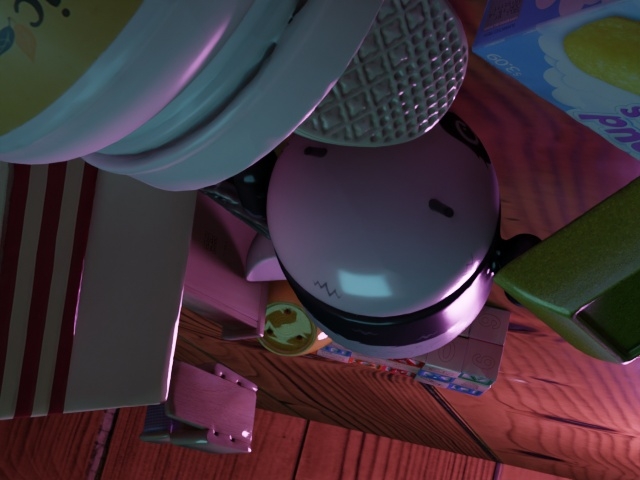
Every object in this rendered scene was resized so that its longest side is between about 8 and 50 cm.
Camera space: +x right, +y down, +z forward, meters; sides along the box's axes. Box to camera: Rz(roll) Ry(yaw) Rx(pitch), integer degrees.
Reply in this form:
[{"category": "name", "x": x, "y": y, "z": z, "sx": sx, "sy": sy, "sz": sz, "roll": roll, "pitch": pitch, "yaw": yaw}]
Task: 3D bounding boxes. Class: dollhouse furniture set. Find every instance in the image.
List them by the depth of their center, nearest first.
[{"category": "dollhouse furniture set", "x": -0.233, "y": 0.065, "z": 1.299, "sx": 0.303, "sy": 0.286, "sz": 0.198, "roll": -10, "pitch": 154, "yaw": 34}]

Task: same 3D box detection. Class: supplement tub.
[{"category": "supplement tub", "x": -0.141, "y": -0.163, "z": 0.446, "sx": 0.316, "sy": 0.228, "sz": 0.228, "roll": 26, "pitch": 162, "yaw": -37}]

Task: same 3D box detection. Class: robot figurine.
[{"category": "robot figurine", "x": 0.053, "y": -0.008, "z": 0.973, "sx": 0.209, "sy": 0.174, "sz": 0.278, "roll": -19, "pitch": 163, "yaw": 1}]

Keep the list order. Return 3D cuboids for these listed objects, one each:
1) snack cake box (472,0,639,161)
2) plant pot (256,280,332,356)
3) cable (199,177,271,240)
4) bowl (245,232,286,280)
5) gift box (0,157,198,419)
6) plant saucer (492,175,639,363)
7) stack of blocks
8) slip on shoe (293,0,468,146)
[{"category": "snack cake box", "x": 0.226, "y": -0.081, "z": 0.630, "sx": 0.264, "sy": 0.089, "sz": 0.152, "roll": 28, "pitch": 161, "yaw": -26}, {"category": "plant pot", "x": -0.028, "y": 0.071, "z": 1.362, "sx": 0.134, "sy": 0.134, "sz": 0.095, "roll": 14, "pitch": -151, "yaw": 3}, {"category": "cable", "x": -0.118, "y": -0.051, "z": 1.074, "sx": 0.139, "sy": 0.072, "sz": 0.287, "roll": 11, "pitch": 154, "yaw": 49}, {"category": "bowl", "x": 0.000, "y": 0.000, "z": 1.230, "sx": 0.142, "sy": 0.053, "sz": 0.142, "roll": -3, "pitch": 170, "yaw": -13}, {"category": "gift box", "x": -0.217, "y": -0.046, "z": 0.837, "sx": 0.276, "sy": 0.258, "sz": 0.255, "roll": -3, "pitch": -162, "yaw": -44}, {"category": "plant saucer", "x": 0.241, "y": 0.020, "z": 0.904, "sx": 0.188, "sy": 0.045, "sz": 0.188, "roll": -35, "pitch": 146, "yaw": 14}, {"category": "stack of blocks", "x": 0.069, "y": 0.097, "z": 1.520, "sx": 0.297, "sy": 0.087, "sz": 0.171, "roll": 15, "pitch": 166, "yaw": 2}, {"category": "slip on shoe", "x": -0.052, "y": -0.145, "z": 0.712, "sx": 0.331, "sy": 0.123, "sz": 0.101, "roll": 17, "pitch": -160, "yaw": -31}]
